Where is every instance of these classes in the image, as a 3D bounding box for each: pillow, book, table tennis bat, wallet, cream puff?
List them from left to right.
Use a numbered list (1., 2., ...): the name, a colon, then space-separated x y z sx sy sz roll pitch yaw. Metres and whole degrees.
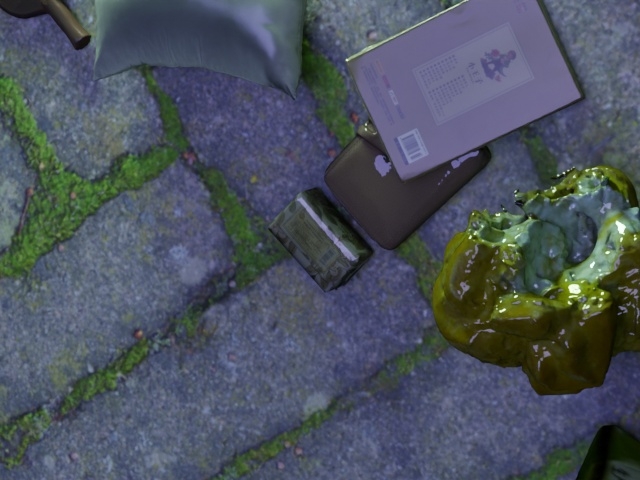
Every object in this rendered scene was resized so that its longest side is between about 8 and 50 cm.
1. table tennis bat: -0.329 -0.270 1.938 0.107 0.119 0.170 -46 77 25
2. pillow: -0.130 -0.226 1.871 0.254 0.078 0.144 8 102 24
3. wallet: 0.082 -0.076 1.817 0.118 0.039 0.153 48 116 9
4. book: 0.138 -0.157 1.765 0.198 0.016 0.138 -25 86 15
5. cream puff: 0.220 0.054 1.686 0.221 0.195 0.195 -23 88 -12

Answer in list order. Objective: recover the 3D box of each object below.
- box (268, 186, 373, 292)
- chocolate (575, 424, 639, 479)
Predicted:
1. box: 0.000 0.000 1.865 0.062 0.045 0.098 -45 77 25
2. chocolate: 0.253 0.361 1.675 0.137 0.289 0.301 20 107 10
